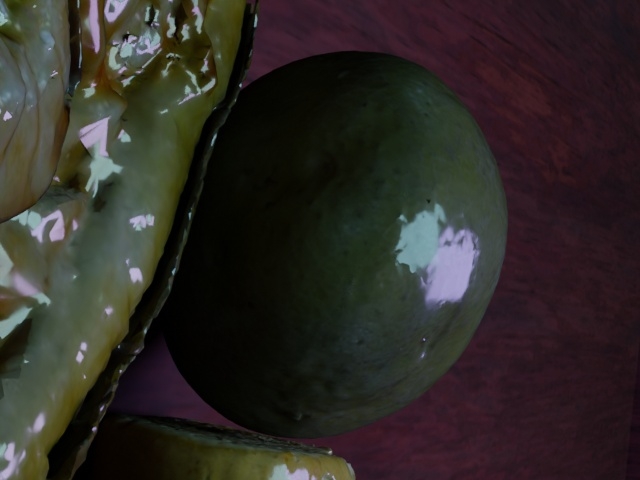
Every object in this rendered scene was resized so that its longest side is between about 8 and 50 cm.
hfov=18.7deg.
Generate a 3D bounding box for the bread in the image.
[{"bbox_3d":[-0.043,0.125,0.907,0.149,0.122,0.073,21,79,-70],"label":"bread"}]

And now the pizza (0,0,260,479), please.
[{"bbox_3d":[-0.108,-0.077,0.716,0.392,0.080,0.435,-31,125,-68],"label":"pizza"}]

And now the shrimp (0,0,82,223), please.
[{"bbox_3d":[-0.106,-0.111,0.541,0.133,0.053,0.236,-52,142,-40],"label":"shrimp"}]

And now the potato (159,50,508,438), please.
[{"bbox_3d":[0.000,0.000,0.910,0.160,0.178,0.235,54,0,-16],"label":"potato"}]
